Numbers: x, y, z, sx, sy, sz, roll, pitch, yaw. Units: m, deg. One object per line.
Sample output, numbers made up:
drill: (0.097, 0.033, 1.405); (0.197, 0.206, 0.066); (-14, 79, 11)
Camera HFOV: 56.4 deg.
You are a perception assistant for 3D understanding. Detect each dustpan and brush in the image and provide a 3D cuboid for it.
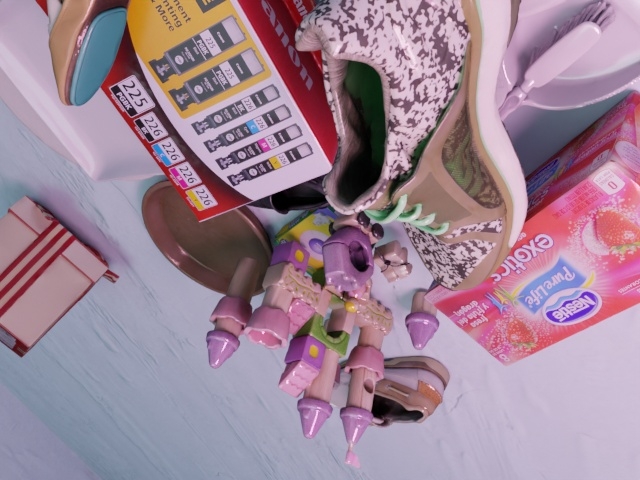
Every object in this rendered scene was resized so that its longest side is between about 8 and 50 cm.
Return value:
dustpan and brush: (0.224, -0.171, 0.610); (0.147, 0.060, 0.211); (38, 141, -7)

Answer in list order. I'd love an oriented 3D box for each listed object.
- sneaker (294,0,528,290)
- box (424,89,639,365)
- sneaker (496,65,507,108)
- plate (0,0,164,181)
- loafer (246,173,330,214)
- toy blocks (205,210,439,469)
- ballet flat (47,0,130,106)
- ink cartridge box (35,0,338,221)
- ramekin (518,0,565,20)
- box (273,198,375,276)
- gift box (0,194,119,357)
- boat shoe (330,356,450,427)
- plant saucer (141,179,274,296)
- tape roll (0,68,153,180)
sneaker: (0.067, -0.071, 0.526); (0.158, 0.182, 0.411); (29, 153, 39)
box: (0.277, 0.001, 0.679); (0.142, 0.154, 0.300); (40, 140, -1)
sneaker: (0.056, -0.232, 0.627); (0.296, 0.104, 0.147); (53, 155, -7)
plate: (-0.327, -0.206, 0.813); (0.277, 0.045, 0.278); (2, 134, 47)
loafer: (-0.060, -0.078, 0.883); (0.223, 0.078, 0.076); (-1, 130, 34)
toy blocks: (0.008, 0.167, 0.903); (0.308, 0.260, 0.288); (-20, 132, 42)
ballet flat: (-0.214, -0.239, 0.563); (0.073, 0.080, 0.232); (35, 116, -2)
ink cartridge box: (-0.101, -0.212, 0.681); (0.271, 0.130, 0.310); (-19, 121, 25)
ramekin: (0.136, -0.322, 0.460); (0.272, 0.127, 0.273); (19, 140, 17)
box: (0.000, 0.000, 0.954); (0.105, 0.043, 0.179); (41, 142, -12)
gift box: (-0.602, 0.075, 1.257); (0.255, 0.258, 0.276); (46, 147, -16)
boat shoe: (0.103, 0.296, 1.147); (0.113, 0.103, 0.302); (47, 139, -17)
plant saucer: (-0.198, -0.006, 1.081); (0.277, 0.041, 0.278); (19, 140, 16)
tape roll: (-0.358, -0.264, 0.892); (0.391, 0.072, 0.392); (18, 138, 17)
